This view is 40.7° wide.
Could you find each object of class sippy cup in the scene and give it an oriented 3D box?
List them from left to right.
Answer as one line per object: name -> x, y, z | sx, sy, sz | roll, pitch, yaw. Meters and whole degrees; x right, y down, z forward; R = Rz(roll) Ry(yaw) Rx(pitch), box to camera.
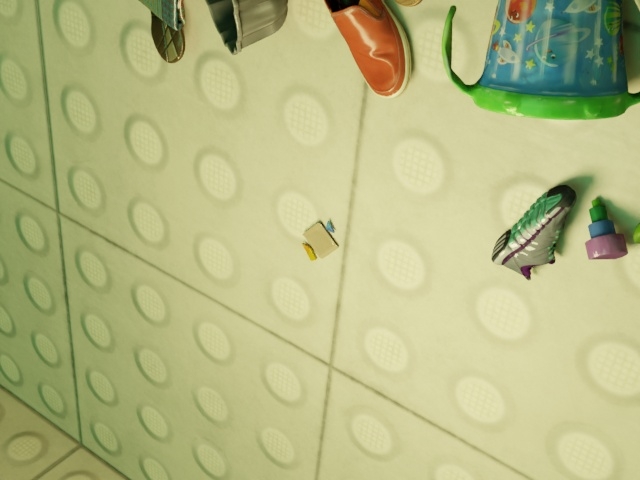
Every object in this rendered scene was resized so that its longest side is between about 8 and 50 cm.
sippy cup -> 0.358, -0.313, 1.312 | 0.240, 0.305, 0.224 | -142, 50, -60

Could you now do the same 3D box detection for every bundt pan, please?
bundt pan -> -0.151, -0.520, 1.600 | 0.331, 0.124, 0.331 | 161, 90, -80

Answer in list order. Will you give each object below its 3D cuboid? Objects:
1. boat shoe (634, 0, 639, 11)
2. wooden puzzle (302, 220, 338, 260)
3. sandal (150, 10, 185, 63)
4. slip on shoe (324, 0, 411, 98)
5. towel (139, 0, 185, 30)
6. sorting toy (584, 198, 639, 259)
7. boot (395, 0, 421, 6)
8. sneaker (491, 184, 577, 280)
boat shoe -> 0.507, -0.394, 1.165 | 0.187, 0.156, 0.500 | -20, 83, 46
wooden puzzle -> 0.000, 0.000, 1.939 | 0.116, 0.014, 0.078 | -27, 100, 46
sandal -> -0.337, -0.500, 1.899 | 0.090, 0.060, 0.219 | -23, 84, 39
slip on shoe -> 0.067, -0.410, 1.574 | 0.123, 0.101, 0.331 | -9, 110, 41
towel -> -0.377, -0.626, 1.780 | 0.370, 0.040, 0.271 | 43, 141, 37
sorting toy -> 0.570, -0.075, 1.371 | 0.365, 0.127, 0.126 | -26, 67, 48
boot -> 0.097, -0.539, 1.463 | 0.112, 0.115, 0.305 | -4, 113, 40
sneaker -> 0.407, -0.012, 1.557 | 0.098, 0.083, 0.223 | 32, 140, -6
